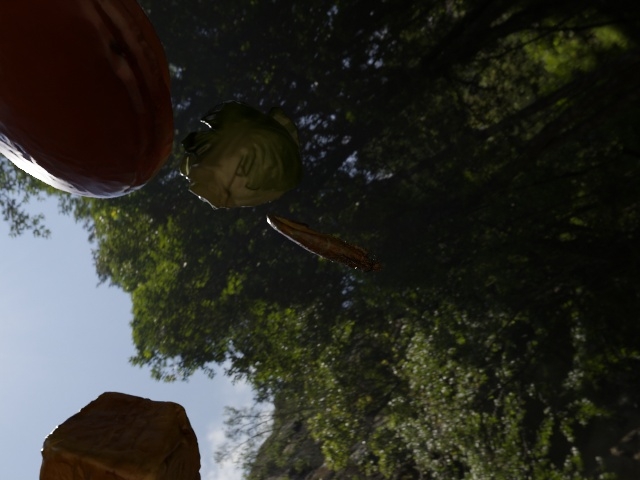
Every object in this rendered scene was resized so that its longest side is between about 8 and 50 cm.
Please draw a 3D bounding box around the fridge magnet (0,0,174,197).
[{"bbox_3d":[-0.331,-0.211,0.755,0.364,0.363,0.155,37,-130,-5],"label":"fridge magnet"}]

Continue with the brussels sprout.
[{"bbox_3d":[-0.087,-0.099,0.714,0.139,0.100,0.181,21,-158,6],"label":"brussels sprout"}]

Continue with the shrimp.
[{"bbox_3d":[-0.001,0.001,0.885,0.178,0.124,0.034,21,-84,-22],"label":"shrimp"}]

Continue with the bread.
[{"bbox_3d":[-0.222,0.273,0.707,0.143,0.158,0.149,4,-77,5],"label":"bread"}]
